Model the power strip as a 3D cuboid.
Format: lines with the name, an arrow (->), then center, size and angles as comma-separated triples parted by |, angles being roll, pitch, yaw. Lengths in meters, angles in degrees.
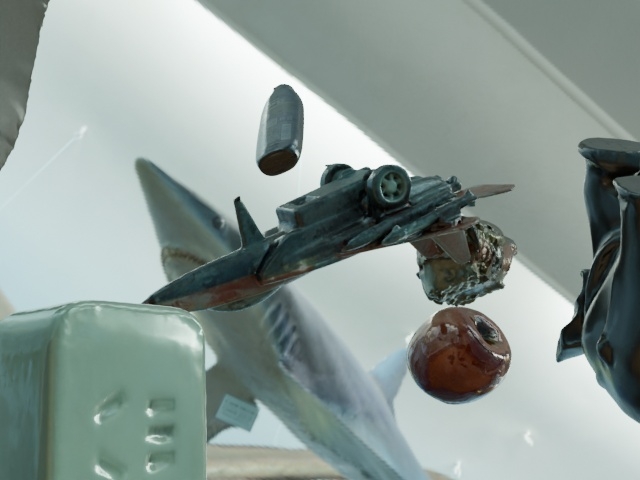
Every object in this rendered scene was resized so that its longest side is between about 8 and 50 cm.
power strip -> -0.095, 0.220, 0.335 | 0.062, 0.385, 0.091 | -14, -16, 39

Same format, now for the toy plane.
toy plane -> -0.001, -0.007, 0.669 | 0.223, 0.326, 0.104 | 11, -69, 62

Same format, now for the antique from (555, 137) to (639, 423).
antique -> 0.333, 0.048, 0.750 | 0.185, 0.322, 0.255 | -1, -66, 5

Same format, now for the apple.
apple -> 0.247, 0.209, 1.403 | 0.181, 0.181, 0.168 | 39, -68, -12

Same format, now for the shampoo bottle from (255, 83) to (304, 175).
shampoo bottle -> -0.070, -0.202, 1.375 | 0.087, 0.233, 0.049 | -22, -54, 17

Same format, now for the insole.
insole -> -0.300, -0.170, 0.715 | 0.007, 0.328, 0.111 | -3, -27, 19

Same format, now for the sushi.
sushi -> 0.155, 0.023, 0.885 | 0.097, 0.103, 0.226 | 1, -8, 30
